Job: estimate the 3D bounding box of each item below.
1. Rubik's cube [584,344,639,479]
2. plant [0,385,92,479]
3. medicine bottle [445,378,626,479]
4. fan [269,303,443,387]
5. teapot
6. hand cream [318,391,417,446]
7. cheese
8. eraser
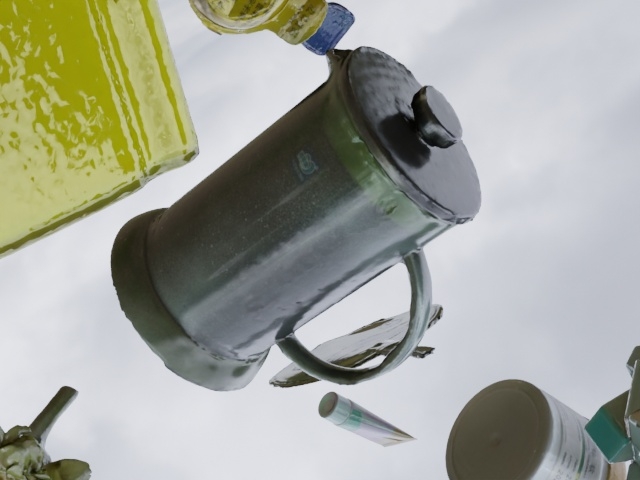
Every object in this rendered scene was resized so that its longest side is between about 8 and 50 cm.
[{"bbox_3d":[0.450,0.228,1.305,0.213,0.224,0.265,-30,-122,-1],"label":"Rubik's cube"},{"bbox_3d":[-0.442,0.314,1.437,0.306,0.261,0.297,119,-34,-42],"label":"plant"},{"bbox_3d":[0.379,0.394,1.898,0.238,0.232,0.238,-34,-142,32],"label":"medicine bottle"},{"bbox_3d":[0.059,0.125,1.271,0.229,0.011,0.335,-25,-175,-20],"label":"fan"},{"bbox_3d":[0.000,0.000,0.993,0.337,0.270,0.200,-36,168,28],"label":"teapot"},{"bbox_3d":[0.074,0.300,1.756,0.076,0.174,0.047,-22,-134,42],"label":"hand cream"},{"bbox_3d":[-0.067,-0.310,1.361,0.156,0.250,0.064,-47,-142,23],"label":"cheese"},{"bbox_3d":[-0.149,-0.103,0.433,0.158,0.226,0.069,-32,-151,-35],"label":"eraser"}]
